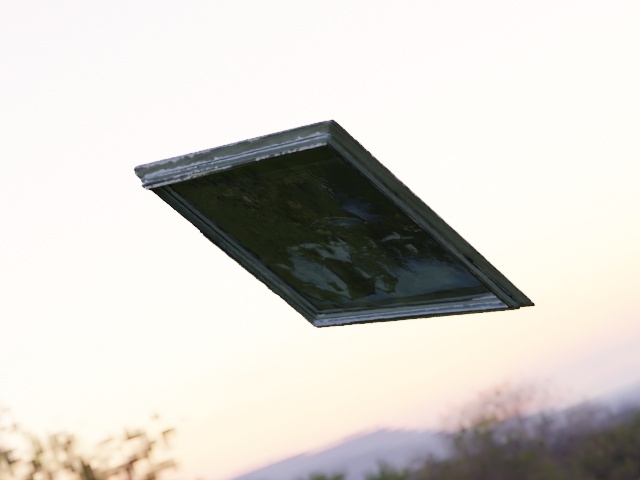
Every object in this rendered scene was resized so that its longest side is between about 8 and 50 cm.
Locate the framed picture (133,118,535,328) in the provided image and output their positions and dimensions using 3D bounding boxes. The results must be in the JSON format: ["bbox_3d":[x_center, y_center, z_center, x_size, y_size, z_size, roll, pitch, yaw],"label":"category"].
[{"bbox_3d":[0.000,0.000,1.457,0.296,0.232,0.019,-9,46,56],"label":"framed picture"}]
